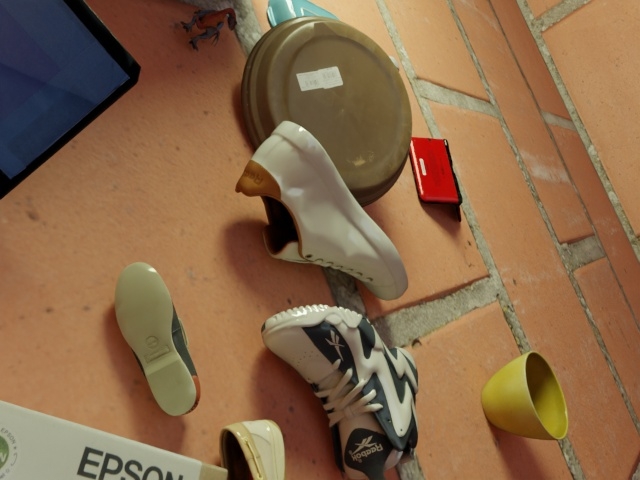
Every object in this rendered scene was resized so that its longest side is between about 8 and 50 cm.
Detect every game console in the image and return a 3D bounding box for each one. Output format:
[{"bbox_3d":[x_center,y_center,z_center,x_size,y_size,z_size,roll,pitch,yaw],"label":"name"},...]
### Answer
[{"bbox_3d":[0.220,-0.115,1.069,0.124,0.085,0.144,1,63,-16],"label":"game console"}]

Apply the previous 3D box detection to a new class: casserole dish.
[{"bbox_3d":[-0.009,-0.347,0.920,0.188,0.037,0.114,3,67,-51],"label":"casserole dish"}]

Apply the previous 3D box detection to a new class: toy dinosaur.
[{"bbox_3d":[-0.132,-0.272,0.701,0.082,0.090,0.047,-40,119,-22],"label":"toy dinosaur"}]

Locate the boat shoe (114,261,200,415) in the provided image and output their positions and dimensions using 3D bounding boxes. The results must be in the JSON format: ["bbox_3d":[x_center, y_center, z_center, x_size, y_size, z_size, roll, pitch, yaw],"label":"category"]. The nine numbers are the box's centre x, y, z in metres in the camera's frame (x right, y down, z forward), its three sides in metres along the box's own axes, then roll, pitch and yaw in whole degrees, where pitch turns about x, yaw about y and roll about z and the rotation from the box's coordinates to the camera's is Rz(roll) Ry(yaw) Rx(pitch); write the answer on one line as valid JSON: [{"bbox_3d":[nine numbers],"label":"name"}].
[{"bbox_3d":[-0.140,0.085,0.484,0.043,0.049,0.137,100,-34,-79],"label":"boat shoe"}]

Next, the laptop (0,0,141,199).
[{"bbox_3d":[-0.296,-0.115,0.341,0.234,0.136,0.264,49,38,-16],"label":"laptop"}]

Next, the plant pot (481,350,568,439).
[{"bbox_3d":[0.314,0.253,0.878,0.134,0.095,0.134,29,47,-37],"label":"plant pot"}]

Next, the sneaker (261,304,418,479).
[{"bbox_3d":[0.033,0.173,0.590,0.235,0.094,0.153,41,32,-42],"label":"sneaker"}]

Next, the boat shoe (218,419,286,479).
[{"bbox_3d":[-0.060,0.238,0.471,0.059,0.063,0.170,19,44,-40],"label":"boat shoe"}]

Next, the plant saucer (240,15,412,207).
[{"bbox_3d":[0.025,-0.180,0.764,0.277,0.041,0.278,5,81,-30],"label":"plant saucer"}]

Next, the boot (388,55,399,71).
[{"bbox_3d":[0.059,-0.217,0.888,0.258,0.095,0.123,-25,94,-45],"label":"boot"}]

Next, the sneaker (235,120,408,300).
[{"bbox_3d":[0.000,0.000,0.687,0.123,0.106,0.290,-49,122,-13],"label":"sneaker"}]

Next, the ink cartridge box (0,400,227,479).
[{"bbox_3d":[-0.182,0.205,0.318,0.234,0.088,0.193,33,46,-33],"label":"ink cartridge box"}]
